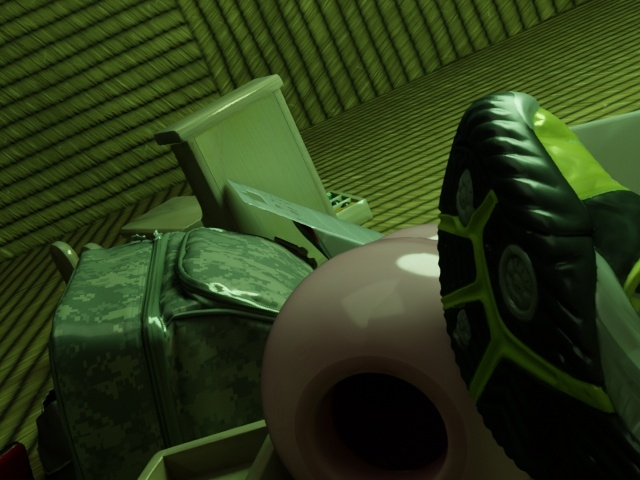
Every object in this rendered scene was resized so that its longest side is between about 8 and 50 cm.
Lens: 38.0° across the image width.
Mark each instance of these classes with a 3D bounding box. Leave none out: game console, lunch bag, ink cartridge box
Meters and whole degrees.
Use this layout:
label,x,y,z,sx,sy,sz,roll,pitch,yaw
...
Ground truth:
label,x,y,z,sx,sy,sz,roll,pitch,yaw
game console,-0.376,0.280,0.963,0.085,0.124,0.144,17,36,28
lunch bag,-0.111,0.105,0.930,0.256,0.212,0.305,-9,15,-4
ink cartridge box,0.000,0.000,1.103,0.233,0.066,0.189,15,8,-15

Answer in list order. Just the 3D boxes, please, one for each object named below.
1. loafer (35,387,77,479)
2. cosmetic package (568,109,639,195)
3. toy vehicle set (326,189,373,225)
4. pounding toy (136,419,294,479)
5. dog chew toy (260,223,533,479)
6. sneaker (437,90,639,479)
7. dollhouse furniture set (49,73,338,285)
label,x,y,z,sx,sy,sz,roll,pitch,yaw
loafer,-0.285,0.218,1.031,0.080,0.078,0.220,-30,15,-18
cosmetic package,0.318,-0.046,0.799,0.160,0.113,0.310,12,-17,-44
toy vehicle set,-0.061,-0.001,1.513,0.267,0.035,0.166,-28,15,-13
pounding toy,-0.113,0.235,0.672,0.206,0.094,0.181,-21,15,21
dog chew toy,0.087,0.078,0.716,0.207,0.206,0.332,-18,8,23
sneaker,0.177,0.073,0.465,0.147,0.145,0.384,-12,55,-17
dollhouse furniture set,-0.178,-0.066,1.354,0.362,0.256,0.394,-34,20,-30
